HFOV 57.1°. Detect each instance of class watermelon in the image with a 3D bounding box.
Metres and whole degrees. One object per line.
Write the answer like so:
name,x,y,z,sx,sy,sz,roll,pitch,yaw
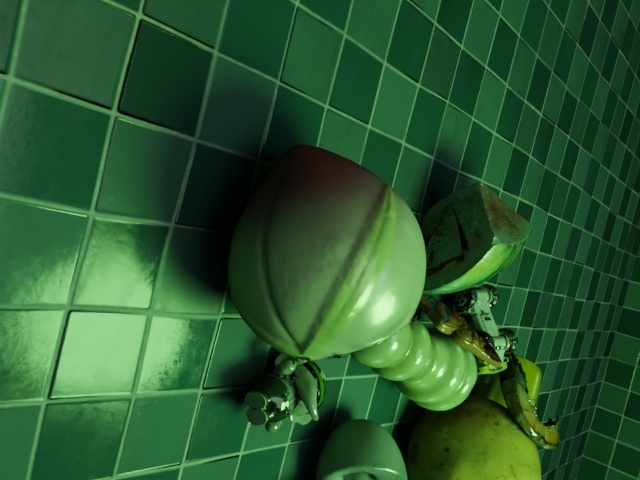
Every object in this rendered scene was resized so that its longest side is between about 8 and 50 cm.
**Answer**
watermelon,0.329,-0.003,1.307,0.261,0.213,0.201,-11,72,-48

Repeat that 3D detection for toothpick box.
toothpick box,0.529,0.461,1.697,0.271,0.175,0.175,-58,137,-23

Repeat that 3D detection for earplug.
earplug,0.040,0.515,1.174,0.214,0.175,0.325,40,81,-42

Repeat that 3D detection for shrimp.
shrimp,0.513,0.386,1.455,0.222,0.290,0.054,37,117,-26

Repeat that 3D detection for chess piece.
chess piece,0.175,0.232,1.227,0.330,0.182,0.182,35,76,-43

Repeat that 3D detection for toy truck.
toy truck,0.378,0.184,1.439,0.136,0.111,0.286,4,64,-41

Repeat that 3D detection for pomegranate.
pomegranate,0.376,0.550,1.432,0.342,0.342,0.342,-18,116,-44

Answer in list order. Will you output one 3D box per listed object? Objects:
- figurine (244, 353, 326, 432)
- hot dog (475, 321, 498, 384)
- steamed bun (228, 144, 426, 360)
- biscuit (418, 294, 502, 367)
figurine,-0.050,0.257,1.016,0.192,0.126,0.147,-11,92,-59
hot dog,0.397,0.280,1.547,0.146,0.103,0.213,48,50,-31
steamed bun,0.000,0.000,0.872,0.309,0.309,0.309,-18,116,-44
biscuit,0.295,0.187,1.303,0.043,0.280,0.183,-54,180,14
